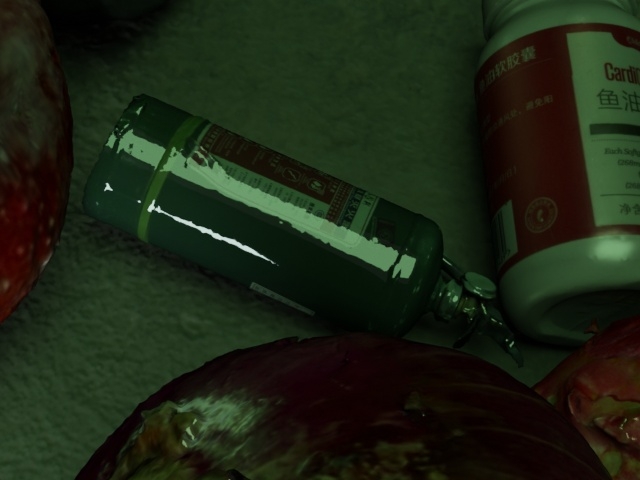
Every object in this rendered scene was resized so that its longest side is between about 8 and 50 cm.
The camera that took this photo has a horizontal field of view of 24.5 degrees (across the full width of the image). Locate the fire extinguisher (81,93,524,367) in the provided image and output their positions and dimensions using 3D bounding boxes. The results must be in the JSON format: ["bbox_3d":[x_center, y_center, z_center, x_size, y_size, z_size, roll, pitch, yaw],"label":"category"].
[{"bbox_3d":[0.000,0.000,0.948,0.294,0.093,0.118,24,26,3],"label":"fire extinguisher"}]

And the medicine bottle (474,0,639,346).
[{"bbox_3d":[0.173,-0.063,0.985,0.131,0.131,0.250,1,64,-9],"label":"medicine bottle"}]

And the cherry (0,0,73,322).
[{"bbox_3d":[-0.236,-0.049,0.883,0.192,0.175,0.250,29,73,-2],"label":"cherry"}]

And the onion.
[{"bbox_3d":[0.036,0.243,0.745,0.385,0.347,0.348,41,57,-31],"label":"onion"}]

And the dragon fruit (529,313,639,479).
[{"bbox_3d":[0.198,0.141,0.856,0.268,0.205,0.210,-24,84,18],"label":"dragon fruit"}]

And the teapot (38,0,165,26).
[{"bbox_3d":[-0.242,-0.300,0.974,0.344,0.253,0.300,27,43,13],"label":"teapot"}]
